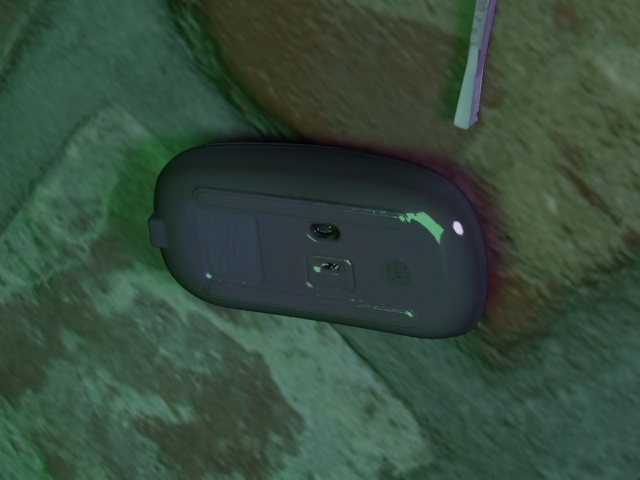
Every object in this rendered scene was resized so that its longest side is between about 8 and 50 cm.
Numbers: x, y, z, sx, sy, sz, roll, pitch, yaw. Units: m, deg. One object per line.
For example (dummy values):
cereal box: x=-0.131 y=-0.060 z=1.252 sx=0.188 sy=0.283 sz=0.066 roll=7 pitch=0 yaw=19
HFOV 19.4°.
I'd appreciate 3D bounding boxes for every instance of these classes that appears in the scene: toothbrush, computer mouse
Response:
toothbrush: x=0.096 y=-0.153 z=1.073 sx=0.017 sy=0.014 sz=0.194 roll=19 pitch=123 yaw=23
computer mouse: x=0.001 y=0.000 z=1.186 sx=0.232 sy=0.057 sz=0.120 roll=7 pitch=118 yaw=26
